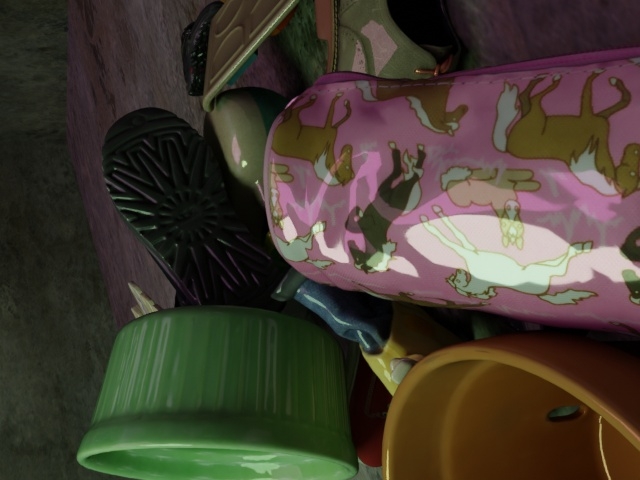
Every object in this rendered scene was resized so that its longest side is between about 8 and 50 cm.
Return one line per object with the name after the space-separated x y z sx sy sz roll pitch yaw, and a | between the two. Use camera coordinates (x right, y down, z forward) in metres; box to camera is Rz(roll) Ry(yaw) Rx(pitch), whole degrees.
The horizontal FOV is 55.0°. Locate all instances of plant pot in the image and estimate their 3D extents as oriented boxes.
0.206 0.187 0.402 0.291 0.204 0.290 30 125 56 | plant pot

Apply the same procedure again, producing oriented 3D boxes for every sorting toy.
-0.092 -0.342 0.863 0.229 0.041 0.307 -42 36 34 | sorting toy

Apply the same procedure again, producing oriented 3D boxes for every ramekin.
-0.108 0.189 0.711 0.303 0.304 0.148 131 146 -55 | ramekin

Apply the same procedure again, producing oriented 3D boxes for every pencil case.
0.141 -0.033 0.366 0.386 0.160 0.167 2 75 38 | pencil case

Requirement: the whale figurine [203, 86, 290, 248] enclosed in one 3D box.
-0.083 -0.092 0.916 0.216 0.141 0.271 38 137 56 | whale figurine

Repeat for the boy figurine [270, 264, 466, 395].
0.090 0.098 0.561 0.285 0.177 0.092 36 103 1 | boy figurine

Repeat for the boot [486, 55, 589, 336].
0.152 -0.032 0.555 0.179 0.085 0.236 10 108 63 | boot

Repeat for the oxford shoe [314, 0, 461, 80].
0.075 -0.143 0.623 0.130 0.123 0.347 0 102 53 | oxford shoe

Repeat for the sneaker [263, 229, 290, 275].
0.000 0.000 0.802 0.124 0.109 0.295 35 159 6 | sneaker

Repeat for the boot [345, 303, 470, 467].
0.103 0.191 0.722 0.176 0.089 0.244 29 120 54 | boot

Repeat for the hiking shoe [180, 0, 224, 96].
-0.219 -0.365 1.120 0.114 0.086 0.227 67 150 16 | hiking shoe

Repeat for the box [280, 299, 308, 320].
-0.120 0.052 1.113 0.322 0.059 0.232 48 139 42 | box

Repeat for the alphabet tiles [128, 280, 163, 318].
-0.227 0.201 0.989 0.284 0.021 0.277 23 140 52 | alphabet tiles

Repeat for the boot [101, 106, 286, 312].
-0.199 0.060 0.973 0.366 0.146 0.445 59 161 18 | boot
